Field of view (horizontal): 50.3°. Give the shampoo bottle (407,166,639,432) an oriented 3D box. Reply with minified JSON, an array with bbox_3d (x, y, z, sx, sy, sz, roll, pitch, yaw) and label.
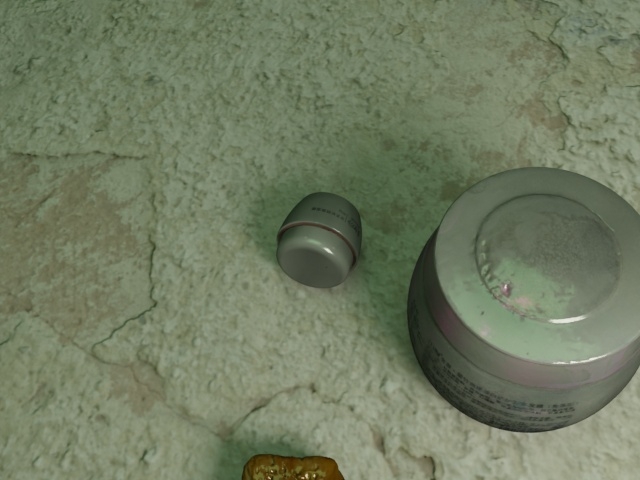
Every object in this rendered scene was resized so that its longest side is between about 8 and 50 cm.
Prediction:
[{"bbox_3d":[0.239,0.074,0.792,0.272,0.266,0.273,-1,60,3],"label":"shampoo bottle"}]

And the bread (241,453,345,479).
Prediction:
[{"bbox_3d":[-0.033,0.373,0.740,0.139,0.077,0.271,1,60,1],"label":"bread"}]

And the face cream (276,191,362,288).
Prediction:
[{"bbox_3d":[0.000,0.000,0.943,0.117,0.117,0.104,12,51,11],"label":"face cream"}]
